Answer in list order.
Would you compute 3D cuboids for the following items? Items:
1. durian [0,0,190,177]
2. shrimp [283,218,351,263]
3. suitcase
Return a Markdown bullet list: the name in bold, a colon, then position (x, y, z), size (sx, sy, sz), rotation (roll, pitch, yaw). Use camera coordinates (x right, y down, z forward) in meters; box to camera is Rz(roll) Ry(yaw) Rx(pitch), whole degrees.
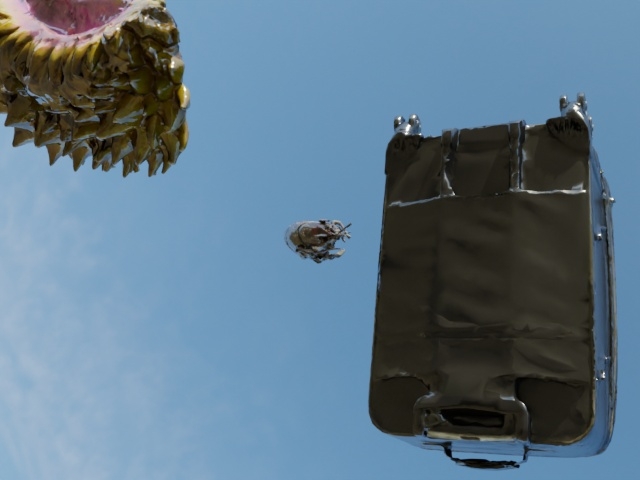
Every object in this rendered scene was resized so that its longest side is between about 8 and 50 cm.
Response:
- **durian**: position (-0.220, -0.132, 0.671), size (0.341, 0.112, 0.191), rotation (29, -49, 39)
- **shrimp**: position (0.000, 0.000, 0.972), size (0.165, 0.065, 0.056), rotation (5, -112, 62)
- **suitcase**: position (0.204, 0.053, 0.950), size (0.283, 0.194, 0.433), rotation (-4, -113, 25)
